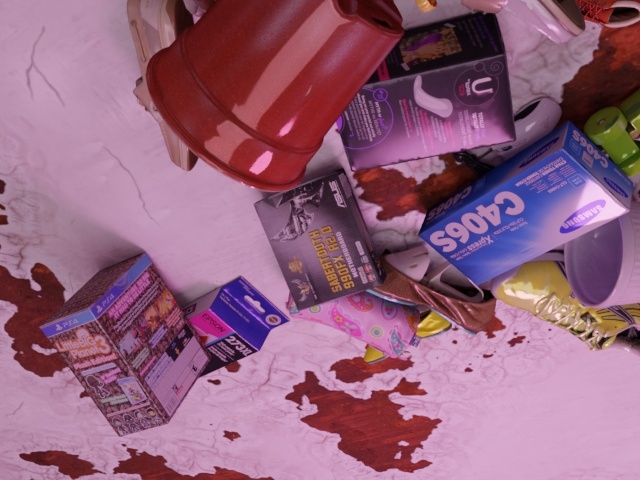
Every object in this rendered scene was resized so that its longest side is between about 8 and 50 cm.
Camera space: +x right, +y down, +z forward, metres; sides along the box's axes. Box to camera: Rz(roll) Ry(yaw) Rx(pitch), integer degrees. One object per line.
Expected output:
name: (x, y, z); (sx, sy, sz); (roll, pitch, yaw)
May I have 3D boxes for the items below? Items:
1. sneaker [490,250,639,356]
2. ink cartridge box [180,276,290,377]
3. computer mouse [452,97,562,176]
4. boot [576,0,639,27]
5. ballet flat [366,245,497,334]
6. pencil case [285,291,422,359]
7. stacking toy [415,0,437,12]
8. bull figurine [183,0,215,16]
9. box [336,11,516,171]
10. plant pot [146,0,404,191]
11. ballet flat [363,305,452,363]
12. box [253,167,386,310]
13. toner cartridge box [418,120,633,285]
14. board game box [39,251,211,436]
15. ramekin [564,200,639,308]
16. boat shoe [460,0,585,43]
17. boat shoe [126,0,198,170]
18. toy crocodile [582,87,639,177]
sneaker: (0.533, 0.134, 1.432); (0.384, 0.147, 0.145); (13, 134, -5)
ink cartridge box: (-0.269, 0.224, 1.653); (0.371, 0.069, 0.176); (-29, 123, 25)
computer mouse: (0.334, -0.174, 1.239); (0.106, 0.042, 0.193); (35, 126, -23)
boot: (0.396, -0.351, 1.046); (0.157, 0.085, 0.059); (2, 135, 7)
ballet flat: (0.224, 0.086, 1.455); (0.342, 0.116, 0.124); (24, 110, -16)
pencil case: (0.070, 0.151, 1.488); (0.284, 0.124, 0.124); (23, 131, -3)
stacking toy: (0.152, -0.433, 0.912); (0.167, 0.052, 0.221); (-22, 106, 37)
bull figurine: (-0.069, -0.392, 1.042); (0.310, 0.101, 0.188); (8, 134, -2)
box: (0.161, -0.235, 1.132); (0.270, 0.143, 0.165); (-9, 133, 13)
plant pot: (-0.047, -0.253, 0.951); (0.272, 0.272, 0.265); (33, 123, -22)
ballet flat: (0.182, 0.200, 1.586); (0.231, 0.077, 0.077); (-27, 103, 23)
box: (0.000, 0.000, 1.355); (0.183, 0.056, 0.231); (-19, 98, 20)
toner cartridge box: (0.350, -0.052, 1.257); (0.165, 0.075, 0.348); (38, 140, -14)
board game box: (-0.396, 0.216, 1.488); (0.141, 0.232, 0.291); (-21, 108, 24)
ramekin: (0.545, 0.022, 1.295); (0.109, 0.207, 0.207); (3, 133, -9)
boat shoe: (0.243, -0.381, 1.011); (0.302, 0.113, 0.103); (41, 130, -7)
boat shoe: (-0.257, -0.258, 1.184); (0.098, 0.109, 0.302); (5, 127, 9)
toy crocodile: (0.541, -0.212, 1.157); (0.340, 0.105, 0.115); (-35, 120, 26)
